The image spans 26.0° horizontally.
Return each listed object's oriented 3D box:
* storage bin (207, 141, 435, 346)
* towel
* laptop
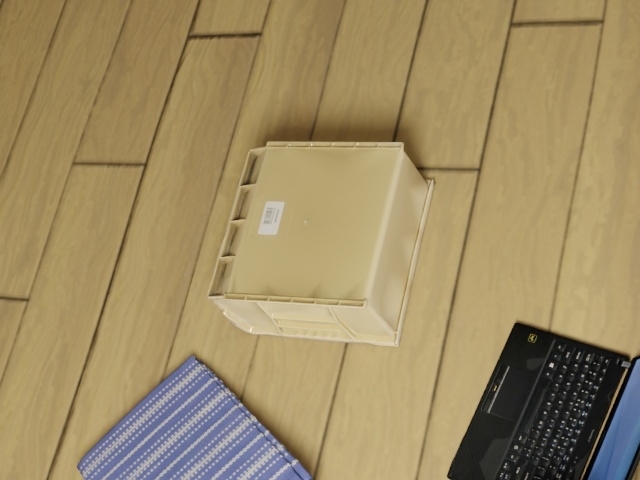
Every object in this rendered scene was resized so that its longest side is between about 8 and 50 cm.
[{"bbox_3d":[0.000,0.000,1.983,0.260,0.123,0.262,2,64,26],"label":"storage bin"},{"bbox_3d":[-0.176,0.323,1.895,0.243,0.040,0.336,-42,43,-7],"label":"towel"},{"bbox_3d":[0.298,0.214,1.715,0.264,0.136,0.234,17,70,31],"label":"laptop"}]
